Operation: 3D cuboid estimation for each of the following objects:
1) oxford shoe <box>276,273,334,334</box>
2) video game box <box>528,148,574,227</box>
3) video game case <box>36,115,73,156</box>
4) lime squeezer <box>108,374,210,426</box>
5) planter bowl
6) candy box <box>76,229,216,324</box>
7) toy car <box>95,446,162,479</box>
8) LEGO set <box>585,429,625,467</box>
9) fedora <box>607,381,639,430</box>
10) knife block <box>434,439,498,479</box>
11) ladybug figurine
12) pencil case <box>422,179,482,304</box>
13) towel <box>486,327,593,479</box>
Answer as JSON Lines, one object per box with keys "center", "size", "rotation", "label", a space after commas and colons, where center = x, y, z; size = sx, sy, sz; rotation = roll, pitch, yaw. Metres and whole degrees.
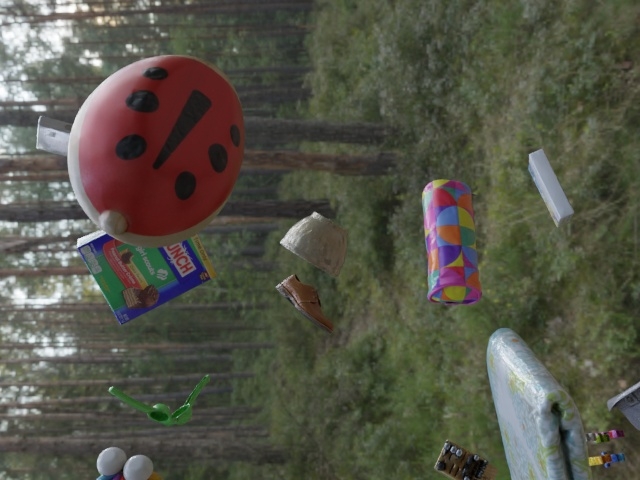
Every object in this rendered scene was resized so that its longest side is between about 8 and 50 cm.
{"center": [-0.028, 0.160, 1.697], "size": [0.212, 0.076, 0.076], "rotation": [43, 173, 32], "label": "oxford shoe"}
{"center": [0.667, -0.148, 1.898], "size": [0.205, 0.048, 0.187], "rotation": [68, -169, 12], "label": "video game box"}
{"center": [-0.517, -0.210, 1.432], "size": [0.212, 0.193, 0.023], "rotation": [-15, 64, 65], "label": "video game case"}
{"center": [-0.364, 0.390, 1.565], "size": [0.310, 0.058, 0.110], "rotation": [8, -104, -54], "label": "lime squeezer"}
{"center": [0.000, 0.000, 1.545], "size": [0.109, 0.162, 0.162], "rotation": [-59, -2, 1], "label": "planter bowl"}
{"center": [-0.504, 0.052, 1.920], "size": [0.122, 0.317, 0.268], "rotation": [32, 147, 65], "label": "candy box"}
{"center": [-0.507, 0.633, 1.686], "size": [0.159, 0.181, 0.136], "rotation": [83, -156, -43], "label": "toy car"}
{"center": [0.699, 0.541, 1.679], "size": [0.227, 0.093, 0.087], "rotation": [13, -121, -42], "label": "LEGO set"}
{"center": [0.894, 0.411, 1.711], "size": [0.275, 0.243, 0.124], "rotation": [-52, 58, 39], "label": "fedora"}
{"center": [0.362, 0.609, 1.819], "size": [0.088, 0.242, 0.275], "rotation": [-59, 26, -14], "label": "knife block"}
{"center": [-0.267, -0.181, 1.168], "size": [0.162, 0.305, 0.450], "rotation": [-35, 30, 41], "label": "ladybug figurine"}
{"center": [0.235, 0.002, 1.179], "size": [0.104, 0.104, 0.237], "rotation": [86, -173, -58], "label": "pencil case"}
{"center": [0.418, 0.385, 1.227], "size": [0.320, 0.090, 0.375], "rotation": [-107, 2, -78], "label": "towel"}
